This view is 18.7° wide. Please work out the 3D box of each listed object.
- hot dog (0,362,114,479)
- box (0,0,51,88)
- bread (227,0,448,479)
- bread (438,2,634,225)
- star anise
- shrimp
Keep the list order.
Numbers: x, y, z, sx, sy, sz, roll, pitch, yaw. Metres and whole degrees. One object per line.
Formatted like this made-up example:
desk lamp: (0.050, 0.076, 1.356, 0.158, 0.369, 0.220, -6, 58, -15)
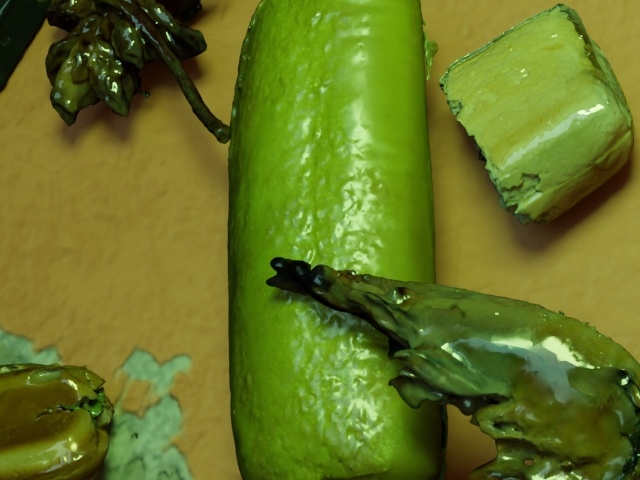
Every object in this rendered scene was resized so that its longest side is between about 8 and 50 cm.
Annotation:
hot dog: (-0.265, 0.149, 1.414, 0.269, 0.072, 0.115, -12, 70, 27)
box: (-0.353, -0.142, 1.566, 0.211, 0.058, 0.350, 33, 91, 34)
bread: (0.000, 0.000, 1.266, 0.166, 0.112, 0.384, -30, 57, 56)
bread: (0.145, -0.077, 1.254, 0.106, 0.082, 0.125, -27, 45, 9)
star anise: (-0.122, -0.161, 1.429, 0.234, 0.073, 0.177, 11, 73, 38)
shrimp: (0.065, 0.078, 1.113, 0.262, 0.066, 0.117, 16, 76, 26)
